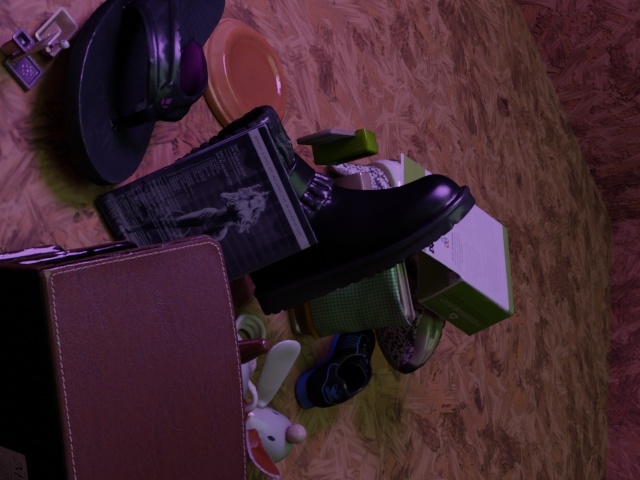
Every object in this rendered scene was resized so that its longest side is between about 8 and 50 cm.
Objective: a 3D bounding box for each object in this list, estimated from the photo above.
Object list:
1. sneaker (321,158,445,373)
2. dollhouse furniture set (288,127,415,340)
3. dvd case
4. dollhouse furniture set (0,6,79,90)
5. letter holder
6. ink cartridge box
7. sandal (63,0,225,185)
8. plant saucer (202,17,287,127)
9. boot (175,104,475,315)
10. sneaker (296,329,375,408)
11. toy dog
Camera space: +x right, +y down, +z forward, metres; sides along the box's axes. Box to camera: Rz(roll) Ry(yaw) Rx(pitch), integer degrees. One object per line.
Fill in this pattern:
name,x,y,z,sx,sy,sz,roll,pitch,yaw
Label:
sneaker,0.080,0.032,1.332,0.182,0.158,0.410,10,55,-36
dollhouse furniture set,0.000,0.000,1.155,0.151,0.197,0.301,-4,83,-60
dvd case,-0.136,-0.025,0.961,0.018,0.221,0.164,-112,178,-72
dollhouse furniture set,-0.305,-0.245,0.872,0.091,0.081,0.114,54,39,-32
letter holder,-0.196,0.153,0.743,0.214,0.152,0.302,-14,101,-51
ink cartridge box,0.188,0.007,1.251,0.255,0.097,0.189,33,43,-26
sandal,-0.195,-0.256,0.995,0.167,0.107,0.446,67,30,-45
plant saucer,-0.112,-0.252,1.218,0.200,0.037,0.200,25,59,-52
boot,0.001,-0.073,1.034,0.260,0.348,0.131,63,12,-11
sneaker,0.053,0.201,1.270,0.232,0.090,0.081,-40,112,-55
toy dog,-0.087,0.177,0.953,0.333,0.161,0.220,28,58,-62
